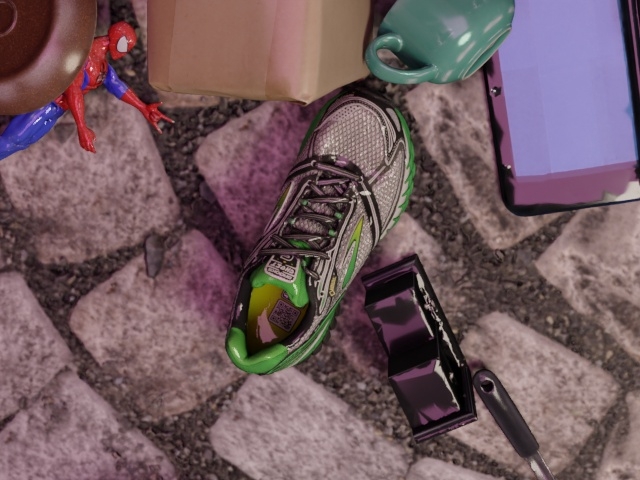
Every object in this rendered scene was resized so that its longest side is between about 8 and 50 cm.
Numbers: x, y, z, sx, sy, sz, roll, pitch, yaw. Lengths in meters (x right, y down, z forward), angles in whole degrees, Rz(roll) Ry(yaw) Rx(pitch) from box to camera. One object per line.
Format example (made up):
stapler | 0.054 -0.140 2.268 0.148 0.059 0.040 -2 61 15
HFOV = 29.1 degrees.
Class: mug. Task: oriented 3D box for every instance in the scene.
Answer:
mug | 0.129 -0.215 1.278 0.097 0.129 0.158 44 101 6

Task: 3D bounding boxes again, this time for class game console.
game console | 0.305 -0.165 1.274 0.173 0.250 0.293 -16 104 -20

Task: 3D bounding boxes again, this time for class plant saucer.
plant saucer | -0.331 -0.234 1.315 0.199 0.036 0.198 -2 84 22

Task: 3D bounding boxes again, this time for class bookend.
bookend | 0.106 0.115 1.357 0.072 0.156 0.157 -24 100 9

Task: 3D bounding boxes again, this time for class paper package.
paper package | -0.044 -0.305 1.180 0.168 0.309 0.324 6 103 10

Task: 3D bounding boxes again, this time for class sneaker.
sneaker | 0.000 0.000 1.332 0.134 0.146 0.343 23 104 9

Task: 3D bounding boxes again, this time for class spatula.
spatula | 0.259 0.272 1.450 0.084 0.030 0.296 -31 100 11

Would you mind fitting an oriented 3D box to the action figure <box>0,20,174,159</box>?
action figure | -0.280 -0.114 1.359 0.139 0.091 0.280 45 103 1
